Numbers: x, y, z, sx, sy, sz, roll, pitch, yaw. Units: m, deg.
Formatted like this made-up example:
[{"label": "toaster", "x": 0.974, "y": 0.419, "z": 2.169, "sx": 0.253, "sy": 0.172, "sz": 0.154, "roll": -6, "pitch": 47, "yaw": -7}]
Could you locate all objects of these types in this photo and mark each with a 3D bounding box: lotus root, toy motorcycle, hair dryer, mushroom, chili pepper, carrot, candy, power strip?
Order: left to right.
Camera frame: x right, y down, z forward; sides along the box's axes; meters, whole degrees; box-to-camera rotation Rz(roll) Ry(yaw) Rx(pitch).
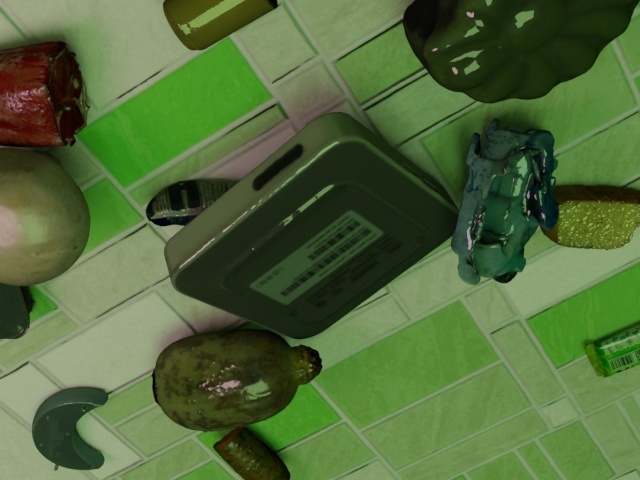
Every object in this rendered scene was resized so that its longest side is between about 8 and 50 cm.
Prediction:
[{"label": "chili pepper", "x": -0.458, "y": -0.196, "z": 1.274, "sx": 0.253, "sy": 0.136, "sz": 0.144, "roll": -3, "pitch": 171, "yaw": 7}, {"label": "mushroom", "x": -0.438, "y": -0.038, "z": 1.300, "sx": 0.206, "sy": 0.209, "sz": 0.206, "roll": -7, "pitch": 107, "yaw": -22}, {"label": "power strip", "x": -0.468, "y": 0.361, "z": 1.697, "sx": 0.137, "sy": 0.044, "sz": 0.215, "roll": 7, "pitch": 124, "yaw": -12}, {"label": "hair dryer", "x": -0.184, "y": -0.391, "z": 1.181, "sx": 0.135, "sy": 0.090, "sz": 0.278, "roll": -27, "pitch": 118, "yaw": 14}, {"label": "lotus root", "x": -0.149, "y": 0.231, "z": 1.565, "sx": 0.309, "sy": 0.173, "sz": 0.173, "roll": -14, "pitch": 127, "yaw": 18}, {"label": "carrot", "x": -0.132, "y": 0.428, "z": 1.771, "sx": 0.082, "sy": 0.082, "sz": 0.173, "roll": -31, "pitch": 117, "yaw": 14}, {"label": "toy motorcycle", "x": 0.283, "y": -0.053, "z": 1.409, "sx": 0.206, "sy": 0.154, "sz": 0.260, "roll": -5, "pitch": 110, "yaw": -52}, {"label": "candy", "x": 0.600, "y": 0.200, "z": 1.733, "sx": 0.178, "sy": 0.032, "sz": 0.102, "roll": -25, "pitch": 121, "yaw": 12}]

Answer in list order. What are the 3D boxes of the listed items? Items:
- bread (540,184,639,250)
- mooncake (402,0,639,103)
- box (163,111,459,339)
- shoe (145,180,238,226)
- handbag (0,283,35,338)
[{"label": "bread", "x": 0.463, "y": -0.040, "z": 1.526, "sx": 0.188, "sy": 0.065, "sz": 0.103, "roll": 4, "pitch": 119, "yaw": -12}, {"label": "mooncake", "x": 0.263, "y": -0.348, "z": 1.165, "sx": 0.351, "sy": 0.187, "sz": 0.351, "roll": -13, "pitch": 130, "yaw": -16}, {"label": "box", "x": 0.000, "y": 0.000, "z": 1.406, "sx": 0.367, "sy": 0.090, "sz": 0.373, "roll": -38, "pitch": 142, "yaw": 20}, {"label": "shoe", "x": -0.169, "y": -0.034, "z": 1.423, "sx": 0.207, "sy": 0.091, "sz": 0.106, "roll": 3, "pitch": 120, "yaw": -14}, {"label": "handbag", "x": -0.605, "y": 0.056, "z": 1.440, "sx": 0.260, "sy": 0.079, "sz": 0.247, "roll": -5, "pitch": 125, "yaw": -3}]
